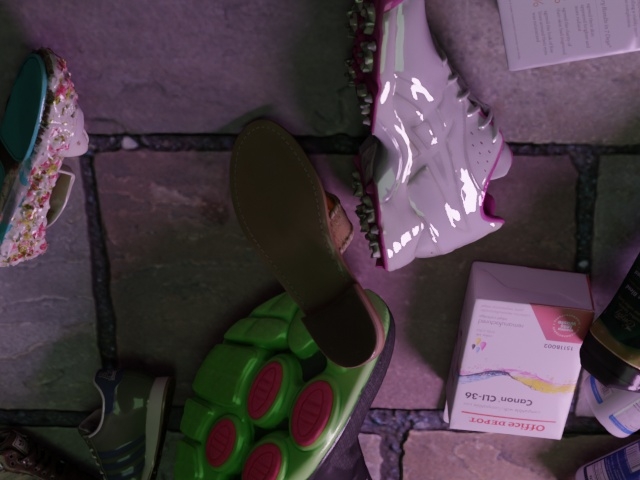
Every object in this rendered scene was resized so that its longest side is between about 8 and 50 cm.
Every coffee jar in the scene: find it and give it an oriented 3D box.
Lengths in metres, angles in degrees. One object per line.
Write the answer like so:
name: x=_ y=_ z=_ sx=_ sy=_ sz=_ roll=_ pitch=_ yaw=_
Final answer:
coffee jar: x=0.315 y=0.055 z=1.489 sx=0.096 sy=0.079 sz=0.184 roll=14 pitch=111 yaw=-43

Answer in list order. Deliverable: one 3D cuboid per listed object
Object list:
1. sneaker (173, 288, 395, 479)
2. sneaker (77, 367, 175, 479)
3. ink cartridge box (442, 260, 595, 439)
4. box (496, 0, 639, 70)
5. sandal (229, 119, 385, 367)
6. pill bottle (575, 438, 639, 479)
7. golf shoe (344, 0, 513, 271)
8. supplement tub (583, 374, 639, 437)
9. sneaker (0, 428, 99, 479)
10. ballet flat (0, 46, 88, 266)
sneaker: x=-0.031 y=0.245 z=1.637 sx=0.202 sy=0.185 sz=0.482 roll=-6 pitch=125 yaw=-45
sneaker: x=-0.205 y=0.204 z=1.665 sx=0.086 sy=0.064 sz=0.192 roll=15 pitch=124 yaw=2
ink cartridge box: x=0.187 y=0.123 z=1.581 sx=0.115 sy=0.067 sz=0.198 roll=6 pitch=124 yaw=-2
box: x=0.225 y=-0.225 z=1.327 sx=0.170 sy=0.091 sz=0.130 roll=-8 pitch=123 yaw=9
sandal: x=-0.006 y=0.003 z=1.501 sx=0.088 sy=0.079 sz=0.240 roll=-28 pitch=84 yaw=20
pill bottle: x=0.301 y=0.249 z=1.661 sx=0.120 sy=0.067 sz=0.067 roll=-30 pitch=118 yaw=21
golf shoe: x=0.094 y=-0.113 z=1.413 sx=0.140 sy=0.115 sz=0.306 roll=-8 pitch=131 yaw=-4
supplement tub: x=0.316 y=0.137 z=1.582 sx=0.107 sy=0.071 sz=0.071 roll=-35 pitch=116 yaw=24
sneaker: x=-0.308 y=0.236 z=1.685 sx=0.188 sy=0.066 sz=0.071 roll=13 pitch=123 yaw=-7
ballet flat: x=-0.254 y=-0.075 z=1.475 sx=0.077 sy=0.091 sz=0.241 roll=-1 pitch=135 yaw=-34
